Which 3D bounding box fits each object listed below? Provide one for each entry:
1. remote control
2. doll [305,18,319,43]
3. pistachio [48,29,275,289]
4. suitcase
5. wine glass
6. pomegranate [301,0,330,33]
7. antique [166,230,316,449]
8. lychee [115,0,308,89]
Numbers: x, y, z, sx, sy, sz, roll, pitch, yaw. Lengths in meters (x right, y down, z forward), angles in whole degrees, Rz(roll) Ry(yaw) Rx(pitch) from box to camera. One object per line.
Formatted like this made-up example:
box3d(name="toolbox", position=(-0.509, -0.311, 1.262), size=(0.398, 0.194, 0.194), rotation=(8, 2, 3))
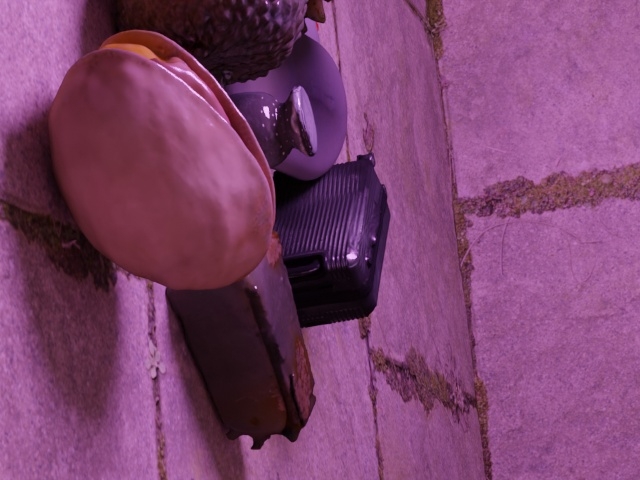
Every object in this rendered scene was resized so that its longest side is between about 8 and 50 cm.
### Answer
box3d(name="remote control", position=(-0.052, -0.211, 2.137), size=(0.332, 0.103, 0.221), rotation=(20, 72, -58))
box3d(name="doll", position=(-0.076, -0.303, 2.322), size=(0.336, 0.105, 0.199), rotation=(-59, 135, -55))
box3d(name="pistachio", position=(-0.178, -0.080, 1.614), size=(0.308, 0.230, 0.230), rotation=(66, 20, -15))
box3d(name="suitcase", position=(0.000, 0.000, 2.204), size=(0.312, 0.202, 0.128), rotation=(-79, 153, -52))
box3d(name="wine glass", position=(-0.108, -0.140, 1.917), size=(0.111, 0.204, 0.111), rotation=(-12, 90, -78))
box3d(name="pomegranate", position=(-0.073, -0.433, 2.151), size=(0.302, 0.236, 0.236), rotation=(38, 42, -43))
box3d(name="antique", position=(-0.096, 0.141, 1.940), size=(0.150, 0.125, 0.284), rotation=(-61, 138, -63))
box3d(name="lychee", position=(-0.143, -0.314, 1.827), size=(0.255, 0.255, 0.274), rotation=(11, 69, -73))
